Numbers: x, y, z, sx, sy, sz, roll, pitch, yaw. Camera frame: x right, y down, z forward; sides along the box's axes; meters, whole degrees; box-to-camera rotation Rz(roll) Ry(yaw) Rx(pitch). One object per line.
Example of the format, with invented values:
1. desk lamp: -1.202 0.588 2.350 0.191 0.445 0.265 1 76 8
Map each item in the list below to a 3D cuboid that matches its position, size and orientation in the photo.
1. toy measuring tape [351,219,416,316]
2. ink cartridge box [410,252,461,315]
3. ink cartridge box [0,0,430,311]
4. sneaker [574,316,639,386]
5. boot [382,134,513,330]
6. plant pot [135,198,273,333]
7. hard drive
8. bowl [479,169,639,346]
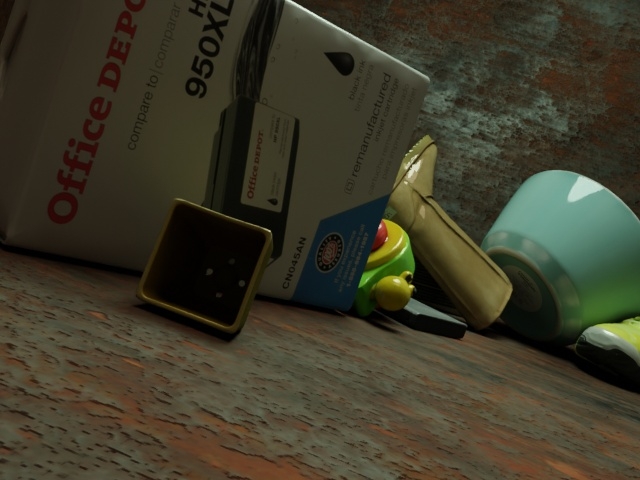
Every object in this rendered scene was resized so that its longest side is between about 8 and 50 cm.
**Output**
1. toy measuring tape: 0.034 0.004 0.945 0.121 0.121 0.330 17 13 -32
2. ink cartridge box: 0.127 0.042 1.257 0.193 0.088 0.234 18 4 -32
3. ink cartridge box: -0.110 -0.107 0.724 0.394 0.286 0.166 15 6 -41
4. sneaker: 0.547 0.165 1.136 0.384 0.147 0.145 15 7 -37
5. boot: 0.203 -0.018 1.145 0.269 0.089 0.236 45 47 -3
6. plant pot: -0.084 0.025 0.563 0.081 0.081 0.083 19 -8 6
7. hard drive: 0.119 0.094 0.962 0.094 0.022 0.135 16 4 -35
8. bowl: 0.389 0.056 1.203 0.163 0.312 0.311 -31 29 -23
